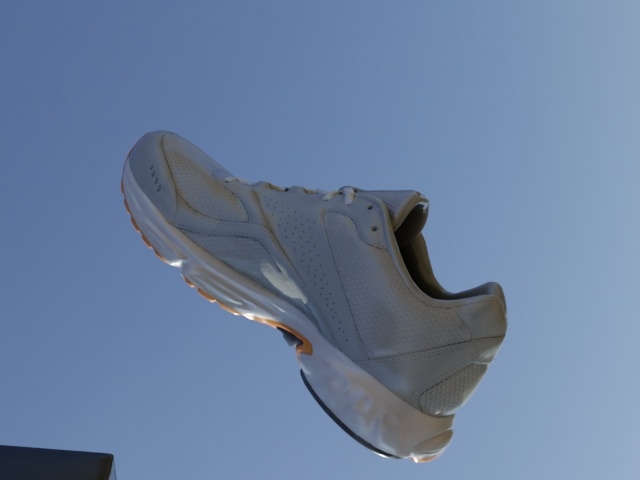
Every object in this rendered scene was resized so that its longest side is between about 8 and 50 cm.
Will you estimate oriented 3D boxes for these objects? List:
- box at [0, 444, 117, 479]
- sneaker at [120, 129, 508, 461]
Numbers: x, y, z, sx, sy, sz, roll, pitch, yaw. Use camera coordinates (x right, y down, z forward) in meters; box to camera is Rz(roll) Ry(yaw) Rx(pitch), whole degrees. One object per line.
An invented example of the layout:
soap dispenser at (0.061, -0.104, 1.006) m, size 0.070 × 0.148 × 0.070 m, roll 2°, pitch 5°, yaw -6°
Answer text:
box at (-0.118, 0.113, 0.386) m, size 0.062 × 0.083 × 0.052 m, roll -82°, pitch -7°, yaw -50°
sneaker at (0.000, 0.000, 0.628) m, size 0.121 × 0.262 × 0.099 m, roll -56°, pitch -18°, yaw 17°
